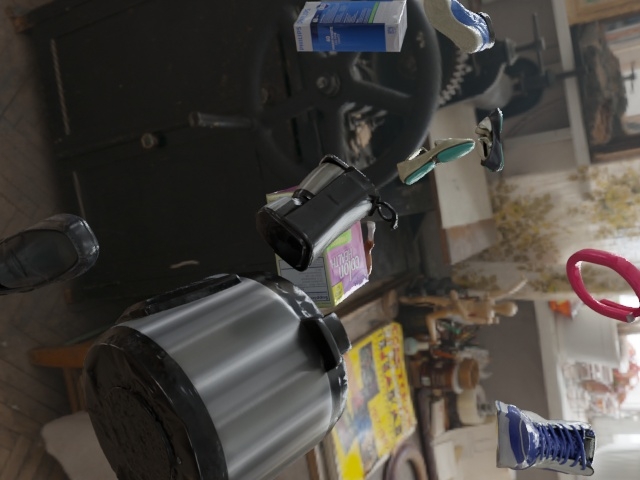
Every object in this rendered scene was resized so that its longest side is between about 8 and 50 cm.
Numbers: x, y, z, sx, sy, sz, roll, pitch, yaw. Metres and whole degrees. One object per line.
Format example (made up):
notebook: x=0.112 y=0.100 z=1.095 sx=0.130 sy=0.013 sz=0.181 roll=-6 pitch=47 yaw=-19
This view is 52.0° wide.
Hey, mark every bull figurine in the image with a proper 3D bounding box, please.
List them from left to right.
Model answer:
bull figurine: x=0.052 y=0.017 z=1.848 sx=0.101 sy=0.310 sz=0.188 roll=-3 pitch=104 yaw=-30

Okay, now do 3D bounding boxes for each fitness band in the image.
fitness band: x=0.825 y=0.127 z=1.892 sx=0.054 sy=0.291 sz=0.208 roll=-29 pitch=104 yaw=-13

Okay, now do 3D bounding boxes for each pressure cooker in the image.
pressure cooker: x=-0.161 y=0.257 z=1.185 sx=0.421 sy=0.370 sz=0.375 roll=-24 pitch=130 yaw=-42

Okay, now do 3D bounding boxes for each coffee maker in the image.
coffee maker: x=0.009 y=-0.039 z=1.094 sx=0.178 sy=0.171 sz=0.120 roll=-44 pitch=141 yaw=-32

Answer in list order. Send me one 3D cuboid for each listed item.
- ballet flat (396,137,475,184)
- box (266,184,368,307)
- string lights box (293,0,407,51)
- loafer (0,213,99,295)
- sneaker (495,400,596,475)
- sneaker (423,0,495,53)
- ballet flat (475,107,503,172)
ballet flat: x=0.344 y=-0.263 z=1.999 sx=0.086 sy=0.249 sz=0.086 roll=56 pitch=14 yaw=-22
box: x=0.000 y=0.000 z=1.395 sx=0.214 sy=0.118 sz=0.242 roll=-25 pitch=109 yaw=-65
string lights box: x=0.077 y=-0.535 z=1.631 sx=0.133 sy=0.260 sz=0.076 roll=-71 pitch=160 yaw=-43
loafer: x=-0.334 y=0.025 z=0.753 sx=0.078 sy=0.223 sz=0.076 roll=-38 pitch=108 yaw=-48
sneaker: x=0.441 y=0.387 z=1.279 sx=0.315 sy=0.182 sz=0.127 roll=43 pitch=47 yaw=-61
sneaker: x=0.260 y=-0.407 z=1.210 sx=0.085 sy=0.058 sz=0.152 roll=-21 pitch=64 yaw=-41
ballet flat: x=0.456 y=-0.280 z=1.777 sx=0.074 sy=0.074 sz=0.203 roll=37 pitch=51 yaw=-51
